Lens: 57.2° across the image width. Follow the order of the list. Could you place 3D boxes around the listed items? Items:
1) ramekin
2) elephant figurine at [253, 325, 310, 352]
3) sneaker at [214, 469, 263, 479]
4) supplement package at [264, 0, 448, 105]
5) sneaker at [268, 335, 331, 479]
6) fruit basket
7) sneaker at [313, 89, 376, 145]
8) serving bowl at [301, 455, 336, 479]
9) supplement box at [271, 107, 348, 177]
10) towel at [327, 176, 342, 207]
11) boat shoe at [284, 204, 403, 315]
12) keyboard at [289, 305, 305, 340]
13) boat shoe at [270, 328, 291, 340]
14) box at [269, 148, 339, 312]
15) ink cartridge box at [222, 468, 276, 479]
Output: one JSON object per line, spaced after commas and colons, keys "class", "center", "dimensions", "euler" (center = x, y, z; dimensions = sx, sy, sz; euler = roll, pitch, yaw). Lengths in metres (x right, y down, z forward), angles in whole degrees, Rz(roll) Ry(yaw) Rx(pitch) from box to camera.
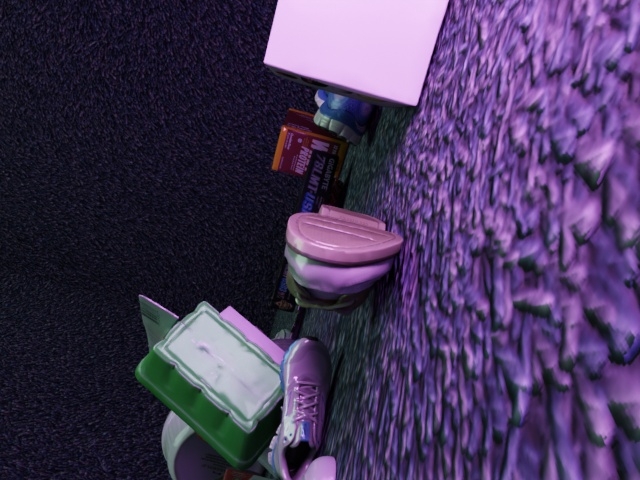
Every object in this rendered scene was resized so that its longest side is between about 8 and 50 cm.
{"class": "ramekin", "center": [-0.245, 0.496, 1.412], "dimensions": [0.127, 0.273, 0.273], "euler": [-130, 55, -70]}
{"class": "elephant figurine", "center": [-0.154, 0.249, 1.136], "dimensions": [0.169, 0.239, 0.186], "euler": [119, 168, -78]}
{"class": "sneaker", "center": [-0.197, 0.643, 1.102], "dimensions": [0.182, 0.158, 0.410], "euler": [84, -162, -47]}
{"class": "supplement package", "center": [0.041, -0.269, 0.768], "dimensions": [0.203, 0.194, 0.149], "euler": [-91, 17, -78]}
{"class": "sneaker", "center": [-0.019, 0.217, 0.736], "dimensions": [0.083, 0.071, 0.190], "euler": [-174, 91, -80]}
{"class": "fruit basket", "center": [-0.163, 0.251, 0.980], "dimensions": [0.165, 0.327, 0.353], "euler": [-47, -13, -25]}
{"class": "sneaker", "center": [0.072, -0.305, 1.201], "dimensions": [0.147, 0.130, 0.330], "euler": [-58, 13, 21]}
{"class": "serving bowl", "center": [-0.008, 0.264, 0.608], "dimensions": [0.083, 0.027, 0.083], "euler": [-165, 90, -85]}
{"class": "supplement box", "center": [-0.025, -0.273, 1.705], "dimensions": [0.194, 0.191, 0.129], "euler": [-84, 10, -62]}
{"class": "towel", "center": [0.000, 0.000, 1.478], "dimensions": [0.199, 0.031, 0.275], "euler": [114, 171, -64]}
{"class": "boat shoe", "center": [0.020, 0.027, 0.624], "dimensions": [0.302, 0.113, 0.103], "euler": [-34, -41, -80]}
{"class": "keyboard", "center": [-0.059, 0.215, 1.540], "dimensions": [0.108, 0.023, 0.180], "euler": [95, -172, -76]}
{"class": "boat shoe", "center": [-0.135, 0.324, 1.675], "dimensions": [0.267, 0.088, 0.096], "euler": [-86, 12, -69]}
{"class": "box", "center": [-0.044, -0.016, 1.395], "dimensions": [0.293, 0.073, 0.295], "euler": [110, 174, -60]}
{"class": "ink cartridge box", "center": [-0.133, 0.474, 1.007], "dimensions": [0.135, 0.099, 0.056], "euler": [-80, 7, -59]}
